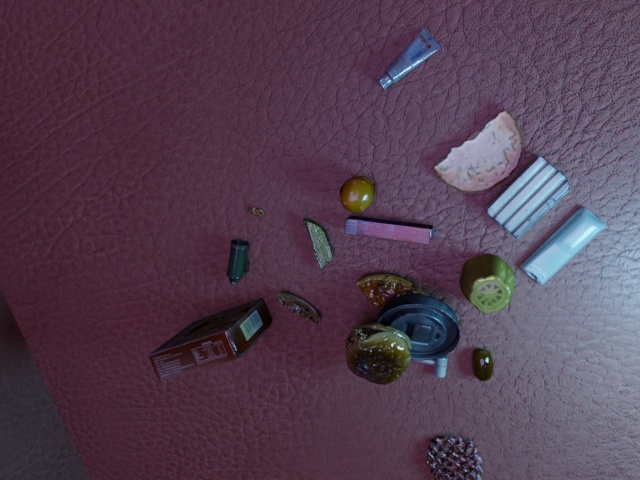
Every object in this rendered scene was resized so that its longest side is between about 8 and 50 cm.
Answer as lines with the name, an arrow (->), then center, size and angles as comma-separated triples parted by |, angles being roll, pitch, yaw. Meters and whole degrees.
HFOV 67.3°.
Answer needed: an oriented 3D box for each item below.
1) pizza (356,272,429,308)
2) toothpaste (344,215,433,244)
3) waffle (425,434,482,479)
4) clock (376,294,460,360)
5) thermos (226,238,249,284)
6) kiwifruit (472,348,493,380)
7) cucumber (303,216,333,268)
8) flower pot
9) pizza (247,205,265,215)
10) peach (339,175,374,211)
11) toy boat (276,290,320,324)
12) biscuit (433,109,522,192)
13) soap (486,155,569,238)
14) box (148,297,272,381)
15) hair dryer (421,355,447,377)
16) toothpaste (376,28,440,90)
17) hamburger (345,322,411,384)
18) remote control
pizza -> 0.281, 0.213, 1.847 | 0.305, 0.085, 0.161 | 14, 107, 15
toothpaste -> 0.255, -0.040, 1.801 | 0.320, 0.076, 0.066 | 9, 105, 15
waffle -> 0.538, 0.890, 1.943 | 0.221, 0.055, 0.234 | -13, 103, 18
clock -> 0.361, 0.328, 1.798 | 0.313, 0.061, 0.312 | 6, 129, 8
thermos -> -0.351, 0.093, 2.025 | 0.073, 0.083, 0.187 | 25, 111, 33
kiwifruit -> 0.612, 0.469, 1.813 | 0.075, 0.075, 0.124 | -1, 98, 17
cucumber -> 0.000, 0.000, 1.907 | 0.070, 0.046, 0.220 | -17, 98, 18
flower pot -> 0.591, 0.163, 1.691 | 0.195, 0.179, 0.195 | 4, 104, 14
pizza -> -0.264, -0.120, 1.973 | 0.083, 0.016, 0.037 | 19, 101, 14
peach -> 0.137, -0.172, 1.774 | 0.138, 0.138, 0.138 | 4, 104, 16
toy boat -> -0.089, 0.278, 1.982 | 0.206, 0.072, 0.064 | 31, 111, 9
biscuit -> 0.568, -0.281, 1.668 | 0.309, 0.040, 0.204 | -40, 89, 21
soap -> 0.702, -0.143, 1.637 | 0.150, 0.094, 0.261 | 44, 112, 9
box -> -0.439, 0.400, 1.971 | 0.385, 0.344, 0.122 | -20, 97, 20
hair dryer -> 0.426, 0.480, 1.888 | 0.137, 0.047, 0.082 | 9, 106, 21
toothpaste -> 0.298, -0.621, 1.670 | 0.234, 0.057, 0.089 | -40, 91, 14
hamburger -> 0.211, 0.411, 1.775 | 0.243, 0.146, 0.286 | -17, 121, 17
remote control -> 0.832, 0.025, 1.653 | 0.103, 0.051, 0.293 | 41, 111, 4
